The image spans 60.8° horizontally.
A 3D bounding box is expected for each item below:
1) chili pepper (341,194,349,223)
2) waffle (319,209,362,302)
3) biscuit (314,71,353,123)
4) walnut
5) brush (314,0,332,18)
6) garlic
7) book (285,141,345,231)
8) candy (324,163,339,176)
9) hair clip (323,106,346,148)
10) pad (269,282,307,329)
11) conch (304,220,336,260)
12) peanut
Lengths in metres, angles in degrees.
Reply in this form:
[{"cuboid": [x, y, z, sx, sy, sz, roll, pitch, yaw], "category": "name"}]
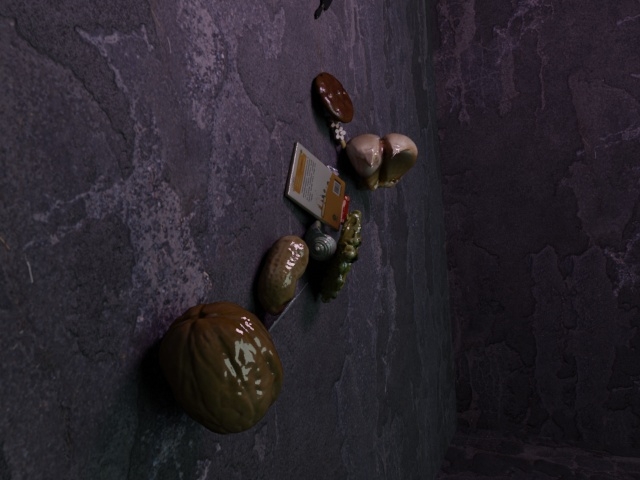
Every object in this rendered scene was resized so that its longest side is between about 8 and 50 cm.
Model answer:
[{"cuboid": [0.079, -0.122, 2.098, 0.070, 0.073, 0.123, 172, -79, -74], "category": "chili pepper"}, {"cuboid": [0.074, 0.054, 1.944, 0.317, 0.073, 0.297, -78, -170, -47], "category": "waffle"}, {"cuboid": [0.056, -0.530, 2.029, 0.212, 0.036, 0.212, 31, 45, -38], "category": "biscuit"}, {"cuboid": [-0.219, 0.290, 1.250, 0.251, 0.277, 0.313, -31, 118, -17], "category": "walnut"}, {"cuboid": [0.010, -0.891, 2.056, 0.063, 0.016, 0.194, 61, 36, -42], "category": "brush"}, {"cuboid": [0.237, -0.330, 2.206, 0.313, 0.285, 0.250, 70, 35, -64], "category": "garlic"}, {"cuboid": [-0.010, -0.181, 1.904, 0.295, 0.020, 0.208, 35, 56, -45], "category": "book"}, {"cuboid": [0.025, -0.186, 2.010, 0.094, 0.051, 0.227, 53, 43, -45], "category": "candy"}, {"cuboid": [0.056, -0.445, 2.085, 0.062, 0.056, 0.214, -37, 129, -20], "category": "hair clip"}, {"cuboid": [-0.117, 0.225, 1.627, 0.156, 0.004, 0.232, -55, 176, 36], "category": "pad"}, {"cuboid": [-0.006, 0.003, 1.880, 0.153, 0.102, 0.135, -124, -168, -78], "category": "conch"}, {"cuboid": [-0.113, 0.102, 1.635, 0.137, 0.122, 0.253, 71, 32, -50], "category": "peanut"}]
